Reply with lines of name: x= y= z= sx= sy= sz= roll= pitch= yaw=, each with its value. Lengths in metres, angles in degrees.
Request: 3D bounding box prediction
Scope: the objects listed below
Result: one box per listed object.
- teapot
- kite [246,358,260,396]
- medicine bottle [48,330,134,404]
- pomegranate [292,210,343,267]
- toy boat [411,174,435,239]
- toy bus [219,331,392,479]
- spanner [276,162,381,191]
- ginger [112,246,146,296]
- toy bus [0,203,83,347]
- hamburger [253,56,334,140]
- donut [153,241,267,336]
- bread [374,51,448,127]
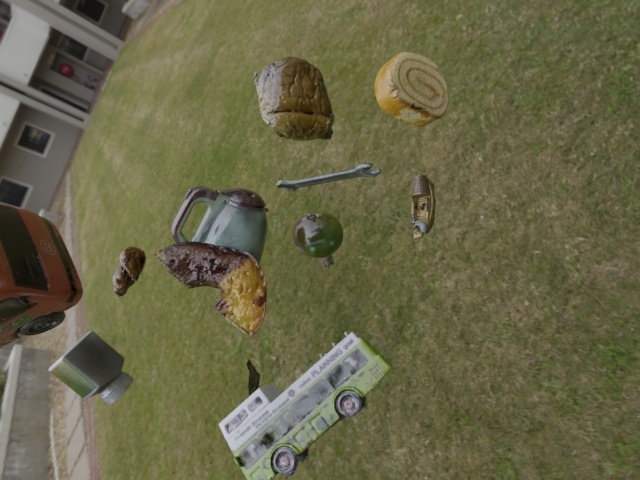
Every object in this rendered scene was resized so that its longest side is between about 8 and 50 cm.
teapot: x=-0.323 y=-0.030 z=1.319 sx=0.233 sy=0.315 sz=0.311 roll=36 pitch=110 yaw=51
kite: x=-0.174 y=0.399 z=1.031 sx=0.189 sy=0.010 sz=0.231 roll=-67 pitch=-24 yaw=-78
medicine bottle: x=-0.629 y=0.366 z=1.133 sx=0.088 sy=0.188 sz=0.132 roll=-38 pitch=13 yaw=20
pomegranate: x=0.000 y=0.000 z=1.413 sx=0.180 sy=0.209 sz=0.179 roll=-17 pitch=28 yaw=9
toy boat: x=0.217 y=-0.072 z=0.870 sx=0.047 sy=0.049 sz=0.148 roll=-13 pitch=64 yaw=48
toy bus: x=-0.020 y=0.282 z=0.706 sx=0.302 sy=0.113 sz=0.139 roll=-41 pitch=71 yaw=-2
spanner: x=0.015 y=-0.162 z=1.055 sx=0.302 sy=0.071 sz=0.017 roll=-6 pitch=73 yaw=32
ginger: x=-0.582 y=0.092 z=1.232 sx=0.103 sy=0.074 sz=0.161 roll=134 pitch=151 yaw=-69
toy bus: x=-0.638 y=0.107 z=0.627 sx=0.427 sy=0.233 sz=0.202 roll=-29 pitch=78 yaw=-9
hamburger: x=-0.056 y=-0.331 z=0.943 sx=0.130 sy=0.183 sz=0.205 roll=-39 pitch=63 yaw=51
donut: x=-0.235 y=0.094 z=0.972 sx=0.151 sy=0.295 sz=0.112 roll=-49 pitch=-6 yaw=-30
bread: x=0.184 y=-0.299 z=0.793 sx=0.073 sy=0.149 sz=0.122 roll=-11 pitch=66 yaw=65
